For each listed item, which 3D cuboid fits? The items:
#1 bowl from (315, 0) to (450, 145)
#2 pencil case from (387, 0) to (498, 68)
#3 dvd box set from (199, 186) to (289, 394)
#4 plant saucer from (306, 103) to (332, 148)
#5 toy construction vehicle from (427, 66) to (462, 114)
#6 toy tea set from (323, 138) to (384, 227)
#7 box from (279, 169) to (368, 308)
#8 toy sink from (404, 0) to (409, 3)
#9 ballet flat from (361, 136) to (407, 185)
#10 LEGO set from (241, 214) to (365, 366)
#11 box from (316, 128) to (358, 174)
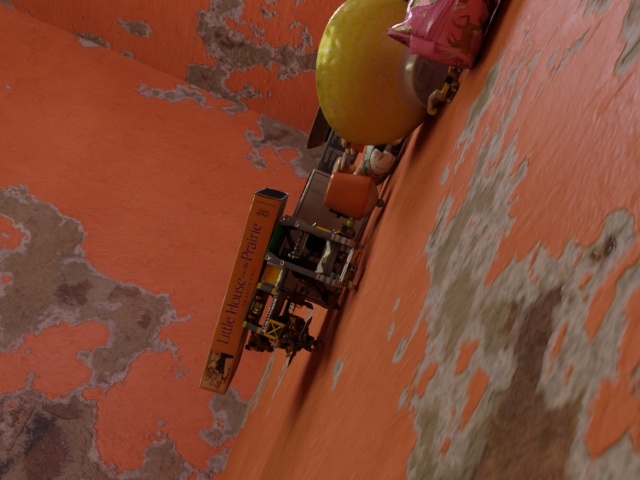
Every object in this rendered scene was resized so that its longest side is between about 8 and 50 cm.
[{"bbox_3d":[0.146,-0.311,1.475,0.156,0.289,0.289,15,79,42],"label":"bowl"},{"bbox_3d":[0.244,-0.462,1.253,0.160,0.167,0.386,35,105,48],"label":"pencil case"},{"bbox_3d":[-0.161,0.095,1.743,0.307,0.062,0.420,-78,5,-83],"label":"dvd box set"},{"bbox_3d":[0.039,-0.390,2.192,0.310,0.050,0.310,-159,90,-90],"label":"plant saucer"},{"bbox_3d":[0.219,-0.277,1.392,0.098,0.035,0.085,117,174,-51],"label":"toy construction vehicle"},{"bbox_3d":[0.103,-0.195,1.666,0.200,0.124,0.336,-74,0,-57],"label":"toy tea set"},{"bbox_3d":[0.000,0.000,1.870,0.087,0.169,0.289,160,134,-82],"label":"box"},{"bbox_3d":[0.195,-0.545,1.751,0.234,0.153,0.131,-45,-15,-14],"label":"toy sink"},{"bbox_3d":[0.154,-0.215,1.742,0.221,0.077,0.079,-65,18,14],"label":"ballet flat"},{"bbox_3d":[-0.003,0.107,1.627,0.331,0.192,0.255,-65,-26,-10],"label":"LEGO set"},{"bbox_3d":[0.120,-0.395,2.033,0.318,0.097,0.394,-68,1,-55],"label":"box"}]
